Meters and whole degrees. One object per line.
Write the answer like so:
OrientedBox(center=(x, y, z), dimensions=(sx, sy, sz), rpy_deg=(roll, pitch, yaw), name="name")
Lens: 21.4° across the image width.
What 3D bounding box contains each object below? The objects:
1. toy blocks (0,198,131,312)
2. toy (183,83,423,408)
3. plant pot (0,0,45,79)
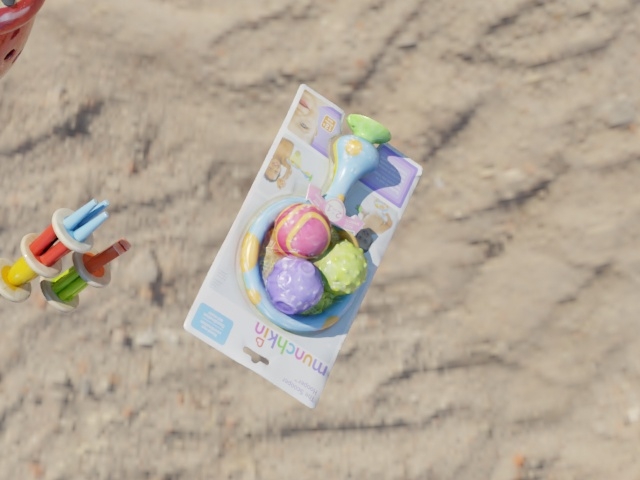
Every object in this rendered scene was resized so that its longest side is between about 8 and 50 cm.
OrientedBox(center=(-0.245, 0.011, 1.726), dimensions=(0.148, 0.054, 0.123), rpy_deg=(-35, 150, 28), name="toy blocks")
OrientedBox(center=(0.000, 0.000, 1.379), dimensions=(0.137, 0.237, 0.056), rpy_deg=(34, 155, -22), name="toy")
OrientedBox(center=(-0.380, -0.263, 1.765), dimensions=(0.191, 0.191, 0.174), rpy_deg=(27, 149, -20), name="plant pot")
